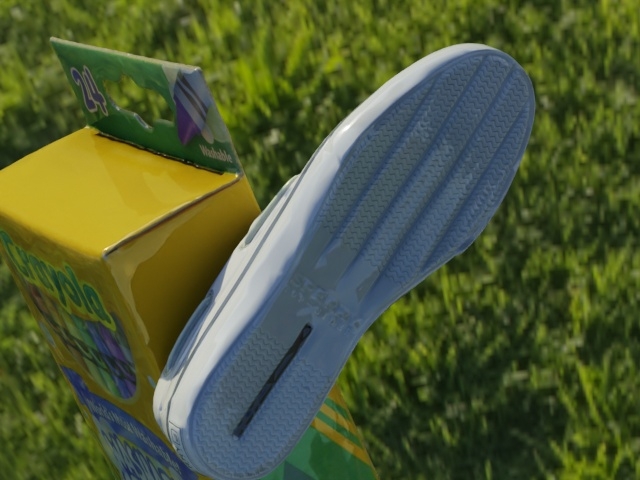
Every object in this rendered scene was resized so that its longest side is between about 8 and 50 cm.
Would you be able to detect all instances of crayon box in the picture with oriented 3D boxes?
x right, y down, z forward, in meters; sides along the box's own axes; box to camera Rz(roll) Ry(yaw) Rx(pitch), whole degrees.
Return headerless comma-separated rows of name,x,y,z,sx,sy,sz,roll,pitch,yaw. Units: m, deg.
crayon box,-0.071,0.063,0.919,0.083,0.323,0.203,-30,22,-20

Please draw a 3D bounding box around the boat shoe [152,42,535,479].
boat shoe,0.000,0.000,0.789,0.226,0.083,0.076,-49,29,-11
